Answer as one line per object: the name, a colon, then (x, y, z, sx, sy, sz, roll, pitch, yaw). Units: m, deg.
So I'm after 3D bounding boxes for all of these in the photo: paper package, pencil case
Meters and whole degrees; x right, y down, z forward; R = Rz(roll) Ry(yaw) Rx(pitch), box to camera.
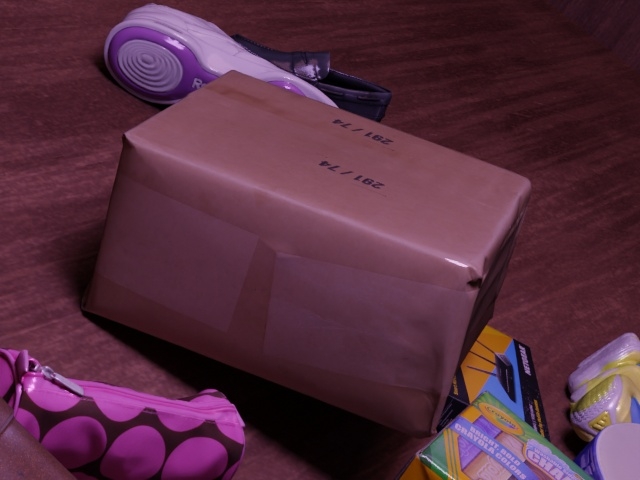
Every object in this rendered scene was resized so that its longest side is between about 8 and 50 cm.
paper package: (0.000, 0.000, 1.447, 0.325, 0.168, 0.309, 20, 21, 10)
pencil case: (-0.152, 0.134, 1.182, 0.209, 0.098, 0.095, 14, 30, -39)

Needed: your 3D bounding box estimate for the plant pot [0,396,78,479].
plant pot: (-0.198, 0.185, 0.968, 0.165, 0.167, 0.167, 39, 23, -5)

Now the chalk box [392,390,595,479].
chalk box: (0.132, 0.224, 1.333, 0.132, 0.132, 0.213, 39, 26, 13)

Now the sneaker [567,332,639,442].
sneaker: (0.327, 0.187, 1.736, 0.126, 0.091, 0.240, 53, 24, -3)

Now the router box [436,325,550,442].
router box: (0.154, 0.140, 1.622, 0.133, 0.046, 0.179, 27, 25, -15)

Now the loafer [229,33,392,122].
loafer: (-0.016, -0.204, 2.013, 0.223, 0.078, 0.076, 25, 25, -19)

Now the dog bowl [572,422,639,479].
dog bowl: (0.328, 0.292, 1.487, 0.265, 0.104, 0.265, 28, 25, -14)

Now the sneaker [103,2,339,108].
sneaker: (-0.089, -0.180, 1.831, 0.305, 0.114, 0.152, 30, 25, -9)
